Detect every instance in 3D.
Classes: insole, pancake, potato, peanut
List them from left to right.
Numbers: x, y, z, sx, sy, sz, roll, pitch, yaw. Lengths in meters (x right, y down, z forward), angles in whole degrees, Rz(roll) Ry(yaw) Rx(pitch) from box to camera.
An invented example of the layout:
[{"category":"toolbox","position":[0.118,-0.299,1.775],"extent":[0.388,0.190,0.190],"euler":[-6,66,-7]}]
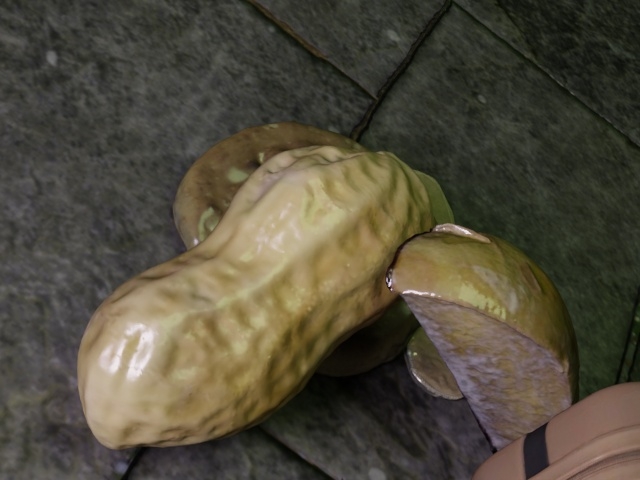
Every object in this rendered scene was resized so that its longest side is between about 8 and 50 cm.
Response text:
[{"category":"peanut","position":[-0.039,0.034,0.851],"extent":[0.313,0.149,0.149],"euler":[-39,82,-29]},{"category":"pancake","position":[0.000,0.000,0.992],"extent":[0.241,0.050,0.242],"euler":[13,55,-19]},{"category":"insole","position":[0.093,0.031,1.073],"extent":[0.081,0.011,0.248],"euler":[18,46,-25]},{"category":"potato","position":[0.149,0.068,0.896],"extent":[0.261,0.100,0.120],"euler":[57,43,-42]}]

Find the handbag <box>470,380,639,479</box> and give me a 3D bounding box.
[{"category":"handbag","position":[0.280,0.209,0.851],"extent":[0.301,0.283,0.149],"euler":[24,45,-19]}]
